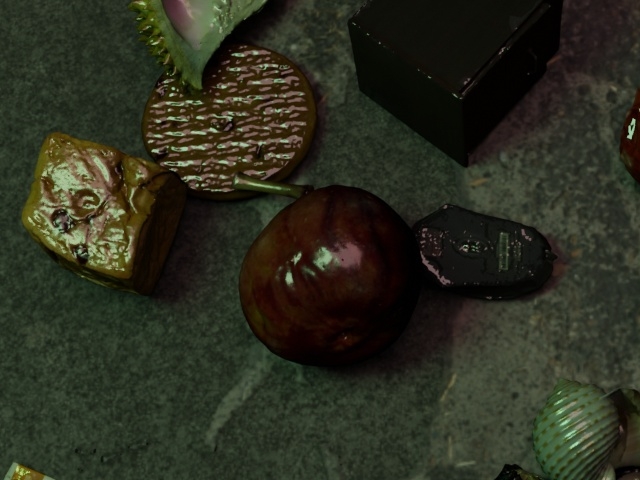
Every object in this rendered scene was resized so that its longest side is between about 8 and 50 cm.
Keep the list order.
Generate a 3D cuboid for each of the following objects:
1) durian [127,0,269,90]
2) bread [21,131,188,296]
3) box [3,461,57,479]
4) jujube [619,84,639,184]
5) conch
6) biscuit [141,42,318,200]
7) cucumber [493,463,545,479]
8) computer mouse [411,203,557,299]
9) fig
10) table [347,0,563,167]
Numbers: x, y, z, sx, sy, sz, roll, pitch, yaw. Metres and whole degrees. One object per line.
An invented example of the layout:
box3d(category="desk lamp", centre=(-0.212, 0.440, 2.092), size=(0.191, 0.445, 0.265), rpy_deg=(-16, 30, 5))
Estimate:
box3d(category="durian", centre=(-0.128, -0.334, 1.675), size=(0.166, 0.172, 0.306), rpy_deg=(30, 58, 19))
box3d(category="bread", centre=(-0.238, -0.027, 1.565), size=(0.149, 0.158, 0.143), rpy_deg=(15, 78, 14))
box3d(category="box", centre=(-0.326, 0.360, 1.500), size=(0.122, 0.032, 0.220), rpy_deg=(20, 73, 15))
box3d(category="jujube", centre=(0.426, -0.157, 1.544), size=(0.155, 0.155, 0.230), rpy_deg=(28, 81, 17))
box3d(category="conch", centre=(0.286, 0.212, 1.441), size=(0.135, 0.102, 0.153), rpy_deg=(-23, 100, -14))
box3d(category="biscuit", centre=(-0.107, -0.142, 1.664), size=(0.212, 0.036, 0.212), rpy_deg=(-2, 69, 6))
box3d(category="cucumber", centre=(0.140, 0.321, 1.435), size=(0.245, 0.067, 0.067), rpy_deg=(-41, 69, -11))
box3d(category="computer mouse", centre=(0.175, 0.018, 1.557), size=(0.172, 0.057, 0.099), rpy_deg=(6, 68, -2))
box3d(category="fig", centre=(0.013, 0.010, 1.523), size=(0.186, 0.204, 0.249), rpy_deg=(27, 39, -26))
box3d(category="table", centre=(0.163, -0.229, 1.593), size=(0.172, 0.169, 0.193), rpy_deg=(38, 77, 19))
